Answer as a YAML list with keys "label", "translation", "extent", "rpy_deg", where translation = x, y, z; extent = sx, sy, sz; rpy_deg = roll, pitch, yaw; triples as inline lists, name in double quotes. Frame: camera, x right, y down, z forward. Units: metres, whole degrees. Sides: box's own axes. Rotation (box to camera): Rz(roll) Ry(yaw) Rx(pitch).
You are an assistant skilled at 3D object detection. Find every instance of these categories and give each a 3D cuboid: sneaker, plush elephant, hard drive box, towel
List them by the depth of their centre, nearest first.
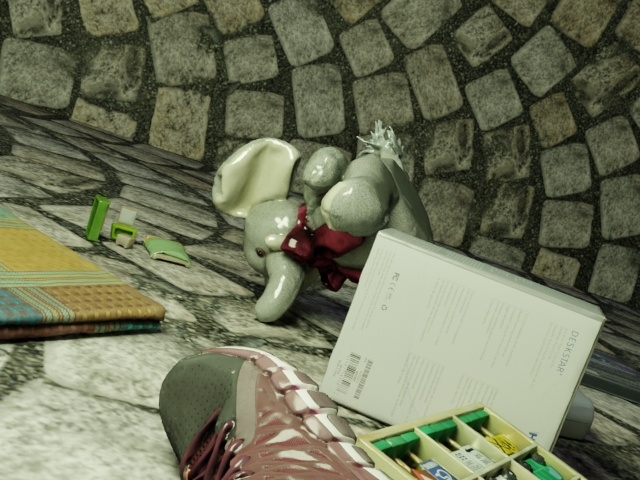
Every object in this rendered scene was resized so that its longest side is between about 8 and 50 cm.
- label: "sneaker"
  translation: [-0.054, 0.141, 0.490]
  extent: [0.162, 0.106, 0.281]
  rpy_deg: [7, 15, -44]
- label: "towel"
  translation: [-0.369, 0.008, 0.858]
  extent: [0.370, 0.040, 0.271]
  rpy_deg: [26, 11, 28]
- label: "hard drive box"
  translation: [0.140, 0.112, 0.870]
  extent: [0.232, 0.181, 0.089]
  rpy_deg: [22, 8, 12]
- label: "plush elephant"
  translation: [0.000, 0.000, 1.104]
  extent: [0.272, 0.255, 0.330]
  rpy_deg: [51, 21, -34]

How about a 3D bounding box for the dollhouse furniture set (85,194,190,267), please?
- label: "dollhouse furniture set"
  translation: [-0.249, -0.015, 1.211]
  extent: [0.151, 0.059, 0.076]
  rpy_deg: [16, 9, -25]

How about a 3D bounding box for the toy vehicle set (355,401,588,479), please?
- label: "toy vehicle set"
  translation: [0.140, 0.200, 0.673]
  extent: [0.166, 0.035, 0.267]
  rpy_deg: [34, 12, 27]

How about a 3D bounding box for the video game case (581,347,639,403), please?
- label: "video game case"
  translation: [0.483, 0.222, 1.514]
  extent: [0.196, 0.026, 0.274]
  rpy_deg: [19, 7, -4]

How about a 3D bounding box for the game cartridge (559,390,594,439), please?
- label: "game cartridge"
  translation: [0.212, 0.167, 1.138]
  extent: [0.196, 0.060, 0.294]
  rpy_deg: [20, 7, -29]
